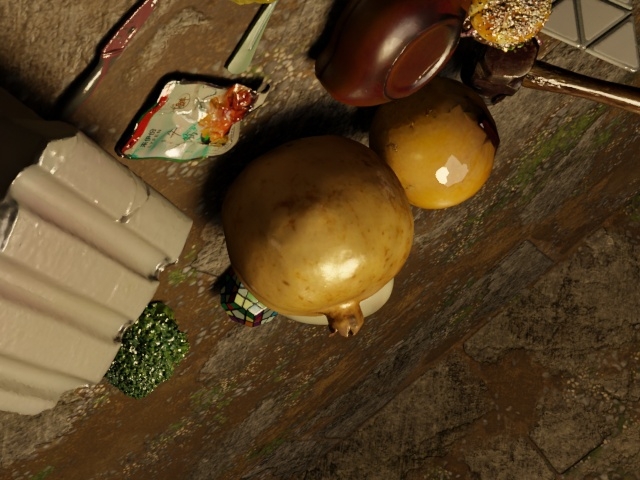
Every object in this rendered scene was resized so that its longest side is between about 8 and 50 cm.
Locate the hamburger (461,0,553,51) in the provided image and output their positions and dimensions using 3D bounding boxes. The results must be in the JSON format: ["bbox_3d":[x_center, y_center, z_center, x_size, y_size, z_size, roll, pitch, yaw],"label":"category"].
[{"bbox_3d":[0.287,-0.381,1.852,0.190,0.093,0.164,16,107,-15],"label":"hamburger"}]

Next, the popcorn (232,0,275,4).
[{"bbox_3d":[-0.061,-0.370,1.297,0.233,0.192,0.266,-42,163,10],"label":"popcorn"}]

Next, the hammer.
[{"bbox_3d":[0.458,-0.271,2.046,0.242,0.409,0.095,105,-3,-85],"label":"hammer"}]

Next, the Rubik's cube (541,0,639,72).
[{"bbox_3d":[0.419,-0.417,2.025,0.233,0.229,0.228,-9,130,31],"label":"Rubik's cube"}]

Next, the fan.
[{"bbox_3d":[-0.084,-0.304,1.644,0.038,0.016,0.193,-14,150,-41],"label":"fan"}]

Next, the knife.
[{"bbox_3d":[-0.272,-0.236,1.496,0.247,0.018,0.035,-48,153,20],"label":"knife"}]

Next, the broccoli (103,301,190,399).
[{"bbox_3d":[-0.316,0.178,2.125,0.194,0.194,0.219,-16,127,-44],"label":"broccoli"}]

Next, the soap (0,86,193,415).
[{"bbox_3d":[-0.383,0.021,1.472,0.350,0.213,0.435,-61,159,-4],"label":"soap"}]

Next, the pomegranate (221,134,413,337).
[{"bbox_3d":[0.000,0.000,1.972,0.342,0.342,0.342,-31,158,-14],"label":"pomegranate"}]

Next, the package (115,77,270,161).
[{"bbox_3d":[-0.178,-0.174,1.739,0.232,0.040,0.166,-5,143,-52],"label":"package"}]

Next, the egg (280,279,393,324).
[{"bbox_3d":[0.029,0.090,2.430,0.286,0.174,0.264,-23,152,-24],"label":"egg"}]

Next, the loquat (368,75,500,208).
[{"bbox_3d":[0.197,-0.175,2.070,0.235,0.235,0.235,-31,158,-14],"label":"loquat"}]

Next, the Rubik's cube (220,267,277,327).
[{"bbox_3d":[-0.132,0.103,2.286,0.112,0.133,0.133,22,124,-33],"label":"Rubik's cube"}]

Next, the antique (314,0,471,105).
[{"bbox_3d":[0.118,-0.316,1.779,0.278,0.129,0.223,-44,156,12],"label":"antique"}]
